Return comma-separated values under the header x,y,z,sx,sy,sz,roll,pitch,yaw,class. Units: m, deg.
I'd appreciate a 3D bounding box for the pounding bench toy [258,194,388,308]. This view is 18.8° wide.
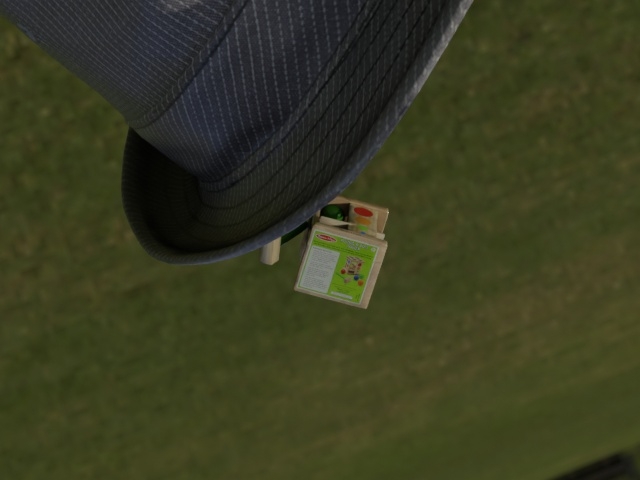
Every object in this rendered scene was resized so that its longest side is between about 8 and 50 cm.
x,y,z,sx,sy,sz,roll,pitch,yaw,class
0.000,0.000,1.329,0.083,0.052,0.065,15,-154,-5,pounding bench toy

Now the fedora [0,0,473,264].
x,y,z,sx,sy,sz,roll,pitch,yaw,class
-0.036,-0.124,0.586,0.243,0.124,0.275,-61,-164,9,fedora
